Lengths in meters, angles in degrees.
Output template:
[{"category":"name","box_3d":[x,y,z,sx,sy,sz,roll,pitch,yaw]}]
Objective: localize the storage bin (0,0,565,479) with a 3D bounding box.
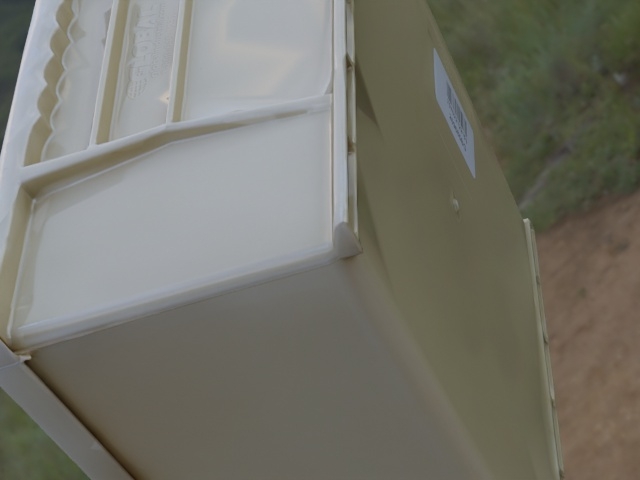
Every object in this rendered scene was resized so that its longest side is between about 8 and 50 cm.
[{"category":"storage bin","box_3d":[0.000,0.000,0.573,0.123,0.262,0.260,-16,45,17]}]
